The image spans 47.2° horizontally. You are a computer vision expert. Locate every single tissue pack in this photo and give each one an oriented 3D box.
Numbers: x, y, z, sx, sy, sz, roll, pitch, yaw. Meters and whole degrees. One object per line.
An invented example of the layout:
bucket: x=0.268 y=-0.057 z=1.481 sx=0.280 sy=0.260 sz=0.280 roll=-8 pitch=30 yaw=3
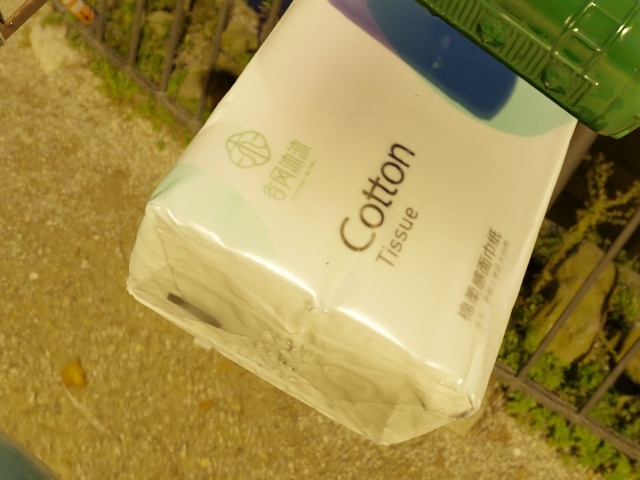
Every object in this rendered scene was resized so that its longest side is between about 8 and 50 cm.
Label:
tissue pack: x=0.046 y=-0.055 z=0.610 sx=0.266 sy=0.194 sz=0.356 roll=32 pitch=58 yaw=-6

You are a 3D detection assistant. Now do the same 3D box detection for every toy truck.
toy truck: x=0.095 y=-0.163 z=0.382 sx=0.242 sy=0.101 sz=0.125 roll=40 pitch=71 yaw=7

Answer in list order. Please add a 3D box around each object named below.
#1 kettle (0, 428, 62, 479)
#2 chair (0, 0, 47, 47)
kettle: x=-0.211 y=0.252 z=0.397 sx=0.247 sy=0.319 sz=0.342 roll=-19 pitch=36 yaw=-26
chair: x=-0.450 y=-0.279 z=0.860 sx=0.160 sy=0.319 sz=0.186 roll=41 pitch=6 yaw=-49
